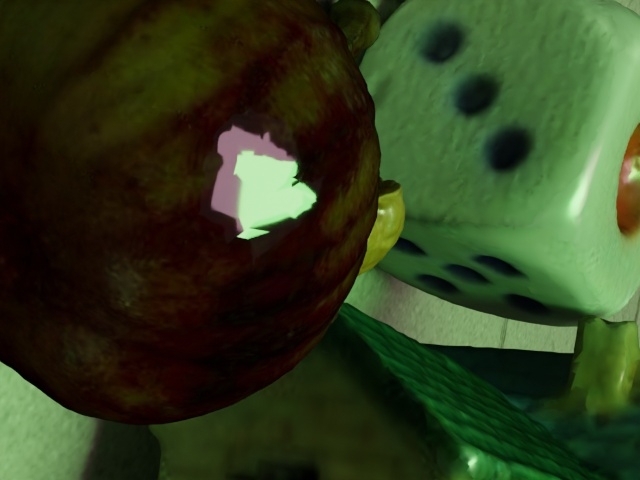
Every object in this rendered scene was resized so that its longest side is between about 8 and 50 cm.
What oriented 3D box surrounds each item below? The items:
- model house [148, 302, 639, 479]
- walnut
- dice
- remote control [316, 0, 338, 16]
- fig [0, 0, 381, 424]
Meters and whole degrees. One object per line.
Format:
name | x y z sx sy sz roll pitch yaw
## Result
model house | 0.054 0.193 0.797 0.382 0.335 0.342 28 68 -54
walnut | 0.000 0.000 0.727 0.121 0.091 0.052 -20 104 -48
dice | 0.134 -0.058 0.901 0.194 0.192 0.193 41 67 -55
remote control | -0.017 -0.171 0.743 0.109 0.055 0.313 -30 127 -50
fig | -0.044 -0.067 0.612 0.321 0.217 0.217 -49 141 -48
